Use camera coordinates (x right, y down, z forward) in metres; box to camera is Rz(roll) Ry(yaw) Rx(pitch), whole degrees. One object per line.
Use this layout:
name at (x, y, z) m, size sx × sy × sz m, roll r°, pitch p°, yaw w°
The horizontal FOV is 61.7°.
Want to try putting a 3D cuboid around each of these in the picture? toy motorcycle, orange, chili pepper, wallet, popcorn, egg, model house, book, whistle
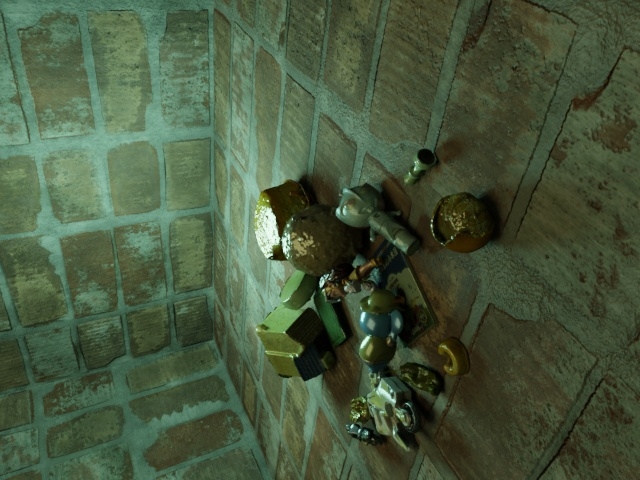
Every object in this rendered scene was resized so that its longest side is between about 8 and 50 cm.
toy motorcycle at (0.156, 0.736, 2.040) m, size 0.061 × 0.124 × 0.193 m, roll -63°, pitch 12°, yaw -18°
orange at (0.338, -0.041, 1.295) m, size 0.156 × 0.134 × 0.157 m, roll 46°, pitch 152°, yaw 33°
toy motorcycle at (0.236, 0.568, 1.794) m, size 0.340 × 0.107 × 0.223 m, roll -142°, pitch 54°, yaw -64°
chili pepper at (0.293, 0.414, 1.656) m, size 0.204 × 0.073 × 0.072 m, roll 16°, pitch 97°, yaw 51°
wallet at (0.044, 0.306, 2.166) m, size 0.236 × 0.055 × 0.160 m, roll 66°, pitch 157°, yaw 18°
popcorn at (0.154, 0.647, 2.043) m, size 0.097 × 0.089 × 0.109 m, roll -112°, pitch 22°, yaw -49°
egg at (0.000, 0.000, 1.894) m, size 0.310 × 0.279 × 0.279 m, roll -6°, pitch 95°, yaw 46°
model house at (-0.074, 0.435, 2.319) m, size 0.266 × 0.261 × 0.321 m, roll -3°, pitch 120°, yaw 41°
book at (0.250, 0.158, 1.703) m, size 0.323 × 0.018 × 0.228 m, roll 67°, pitch 153°, yaw 23°
whistle at (0.169, -0.071, 1.657) m, size 0.346 × 0.142 × 0.134 m, roll 43°, pitch 148°, yaw 35°

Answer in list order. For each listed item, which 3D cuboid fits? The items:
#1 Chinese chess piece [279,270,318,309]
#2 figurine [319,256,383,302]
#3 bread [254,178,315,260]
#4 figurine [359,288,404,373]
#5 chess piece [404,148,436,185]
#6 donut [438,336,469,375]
Chinese chess piece at (-0.092, 0.207, 2.283) m, size 0.188 × 0.083 × 0.188 m, roll -47°, pitch 20°, yaw 23°
figurine at (0.103, 0.128, 1.774) m, size 0.240 × 0.174 × 0.116 m, roll -22°, pitch 76°, yaw 34°
bread at (-0.150, -0.071, 2.254) m, size 0.337 × 0.204 × 0.358 m, roll 66°, pitch 151°, yaw 15°
figurine at (0.181, 0.277, 1.699) m, size 0.180 × 0.153 × 0.262 m, roll -95°, pitch 19°, yaw -65°
chess piece at (0.266, -0.193, 1.484) m, size 0.149 × 0.059 × 0.059 m, roll 117°, pitch 136°, yaw -64°
donut at (0.368, 0.327, 1.492) m, size 0.097 × 0.043 × 0.108 m, roll -33°, pitch 74°, yaw 65°
